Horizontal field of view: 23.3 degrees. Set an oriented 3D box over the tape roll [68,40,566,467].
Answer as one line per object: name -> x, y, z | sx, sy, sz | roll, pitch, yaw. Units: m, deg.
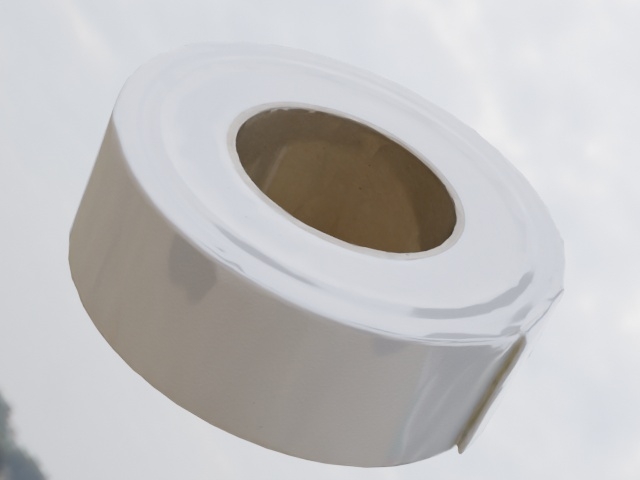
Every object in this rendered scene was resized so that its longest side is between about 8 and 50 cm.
tape roll -> 0.000, 0.000, 0.923 | 0.286, 0.286, 0.100 | 46, -53, 30
